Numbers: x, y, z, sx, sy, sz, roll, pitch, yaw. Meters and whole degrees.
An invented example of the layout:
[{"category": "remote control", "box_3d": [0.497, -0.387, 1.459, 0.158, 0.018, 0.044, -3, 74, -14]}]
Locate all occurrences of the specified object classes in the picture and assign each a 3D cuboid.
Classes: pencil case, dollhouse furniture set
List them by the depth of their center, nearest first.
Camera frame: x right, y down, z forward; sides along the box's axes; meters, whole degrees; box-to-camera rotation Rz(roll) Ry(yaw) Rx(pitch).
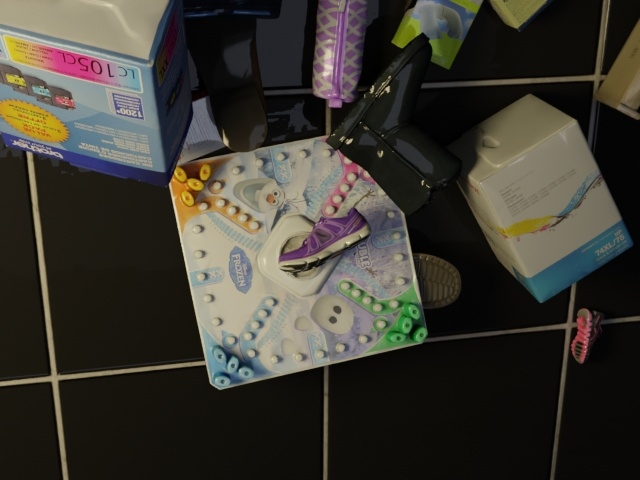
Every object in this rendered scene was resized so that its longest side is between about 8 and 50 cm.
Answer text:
[{"category": "pencil case", "box_3d": [0.033, -0.328, 1.562, 0.086, 0.088, 0.206, -1, 112, -11]}, {"category": "dollhouse furniture set", "box_3d": [0.678, -0.250, 1.639, 0.303, 0.286, 0.198, 25, 104, -9]}]

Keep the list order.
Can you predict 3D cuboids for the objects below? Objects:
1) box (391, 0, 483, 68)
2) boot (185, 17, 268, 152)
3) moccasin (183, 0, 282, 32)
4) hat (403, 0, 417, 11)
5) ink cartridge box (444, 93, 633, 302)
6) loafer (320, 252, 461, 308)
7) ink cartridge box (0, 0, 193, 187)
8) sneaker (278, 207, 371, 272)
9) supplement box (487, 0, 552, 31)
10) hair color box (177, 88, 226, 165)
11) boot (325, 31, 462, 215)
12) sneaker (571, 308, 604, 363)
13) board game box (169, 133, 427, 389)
[{"category": "box", "box_3d": [0.206, -0.390, 1.603, 0.109, 0.042, 0.178, 20, 106, -19]}, {"category": "boot", "box_3d": [-0.144, -0.292, 1.537, 0.112, 0.115, 0.306, -9, 96, 5]}, {"category": "moccasin", "box_3d": [-0.223, -0.337, 1.418, 0.341, 0.138, 0.117, -11, 112, 7]}, {"category": "hat", "box_3d": [0.104, -0.513, 1.422, 0.133, 0.331, 0.332, 8, 110, 6]}, {"category": "ink cartridge box", "box_3d": [0.376, -0.078, 1.683, 0.197, 0.198, 0.270, -32, 116, 1]}, {"category": "loafer", "box_3d": [0.121, 0.066, 1.733, 0.268, 0.092, 0.102, 6, 92, -10]}, {"category": "ink cartridge box", "box_3d": [-0.329, -0.225, 1.371, 0.269, 0.395, 0.151, 15, 67, 2]}, {"category": "sneaker", "box_3d": [0.000, 0.000, 1.592, 0.169, 0.068, 0.071, -27, 80, -16]}, {"category": "supplement box", "box_3d": [0.332, -0.414, 1.616, 0.083, 0.056, 0.083, -44, 114, 6]}, {"category": "hair color box", "box_3d": [-0.240, -0.175, 1.576, 0.167, 0.053, 0.093, -22, 115, -5]}, {"category": "boot", "box_3d": [0.158, -0.186, 1.579, 0.207, 0.094, 0.246, 39, 98, -6]}, {"category": "sneaker", "box_3d": [0.540, 0.191, 1.919, 0.057, 0.047, 0.119, -5, 114, -24]}, {"category": "board game box", "box_3d": [-0.032, 0.027, 1.635, 0.389, 0.050, 0.390, -12, 92, -9]}]
